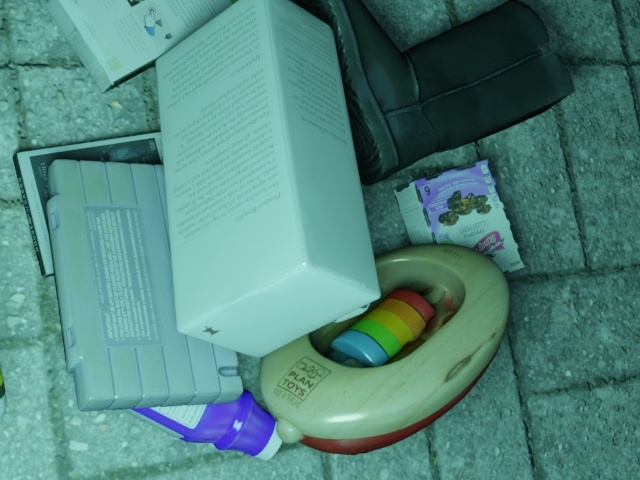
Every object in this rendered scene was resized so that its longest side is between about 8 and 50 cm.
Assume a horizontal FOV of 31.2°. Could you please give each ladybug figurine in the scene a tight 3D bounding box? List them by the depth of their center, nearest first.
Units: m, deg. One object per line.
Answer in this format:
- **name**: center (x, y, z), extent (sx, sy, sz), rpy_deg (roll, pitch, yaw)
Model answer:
- **ladybug figurine**: center (0.100, 0.171, 1.704), extent (0.449, 0.305, 0.161), rpy_deg (-34, 131, -30)

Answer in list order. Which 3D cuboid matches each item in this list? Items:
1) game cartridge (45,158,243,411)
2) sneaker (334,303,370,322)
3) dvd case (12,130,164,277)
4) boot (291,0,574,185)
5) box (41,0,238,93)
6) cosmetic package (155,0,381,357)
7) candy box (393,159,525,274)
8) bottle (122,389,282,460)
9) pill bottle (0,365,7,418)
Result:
- **game cartridge**: center (-0.247, 0.056, 1.564), extent (0.230, 0.068, 0.355), rpy_deg (-1, 63, -26)
- **sneaker**: center (0.000, 0.000, 1.691), extent (0.094, 0.235, 0.153), rpy_deg (-20, 120, 9)
- **dvd case**: center (-0.306, -0.057, 1.652), extent (0.239, 0.030, 0.179), rpy_deg (-12, 85, -32)
- **boot**: center (0.193, -0.330, 1.919), extent (0.445, 0.146, 0.366), rpy_deg (-24, 99, -28)
- **box**: center (-0.261, -0.396, 1.737), extent (0.322, 0.058, 0.232), rpy_deg (-35, 97, -29)
- **cosmetic package**: center (-0.082, -0.097, 1.577), extent (0.161, 0.230, 0.453), rpy_deg (25, 47, -44)
- **candy box**: center (0.233, -0.019, 1.918), extent (0.165, 0.070, 0.196), rpy_deg (-18, 88, -31)
- **bottle**: center (-0.181, 0.223, 1.621), extent (0.283, 0.092, 0.118), rpy_deg (31, 64, -20)
- **pill bottle**: center (-0.498, 0.070, 1.381), extent (0.188, 0.188, 0.333), rpy_deg (-13, 101, -31)
